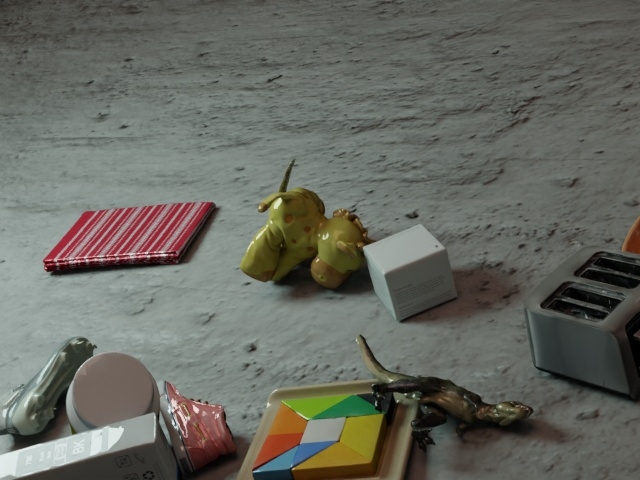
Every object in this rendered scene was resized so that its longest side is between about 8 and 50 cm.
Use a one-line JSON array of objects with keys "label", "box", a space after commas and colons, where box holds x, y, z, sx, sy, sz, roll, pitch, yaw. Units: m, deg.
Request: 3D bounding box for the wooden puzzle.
[{"label": "wooden puzzle", "box": [0.009, 0.254, 1.630, 0.221, 0.044, 0.238, -7, 30, 17]}]

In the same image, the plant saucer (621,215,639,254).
[{"label": "plant saucer", "box": [0.496, 0.012, 1.724, 0.200, 0.037, 0.200, -32, 38, 29]}]

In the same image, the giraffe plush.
[{"label": "giraffe plush", "box": [0.000, 0.000, 1.989, 0.170, 0.210, 0.181, 29, 42, 16]}]

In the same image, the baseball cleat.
[{"label": "baseball cleat", "box": [-0.418, 0.212, 1.912, 0.109, 0.072, 0.206, -10, 25, 26]}]

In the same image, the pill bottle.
[{"label": "pill bottle", "box": [-0.266, 0.218, 1.656, 0.119, 0.208, 0.119, 2, 69, -6]}]

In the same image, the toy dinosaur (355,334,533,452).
[{"label": "toy dinosaur", "box": [0.127, 0.198, 1.614, 0.268, 0.064, 0.118, 22, 30, 29]}]

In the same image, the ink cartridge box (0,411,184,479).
[{"label": "ink cartridge box", "box": [-0.331, 0.327, 1.559, 0.333, 0.165, 0.065, -16, 33, 1]}]

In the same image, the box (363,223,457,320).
[{"label": "box", "box": [0.131, 0.046, 1.887, 0.101, 0.087, 0.102, -22, 29, -9]}]

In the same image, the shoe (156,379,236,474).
[{"label": "shoe", "box": [-0.169, 0.241, 1.738, 0.081, 0.063, 0.178, -20, 34, -8]}]

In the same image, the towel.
[{"label": "towel", "box": [-0.342, -0.008, 2.305, 0.275, 0.031, 0.199, -4, 29, 19]}]

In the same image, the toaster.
[{"label": "toaster", "box": [0.363, 0.099, 1.643, 0.186, 0.110, 0.168, 15, 41, 45]}]
